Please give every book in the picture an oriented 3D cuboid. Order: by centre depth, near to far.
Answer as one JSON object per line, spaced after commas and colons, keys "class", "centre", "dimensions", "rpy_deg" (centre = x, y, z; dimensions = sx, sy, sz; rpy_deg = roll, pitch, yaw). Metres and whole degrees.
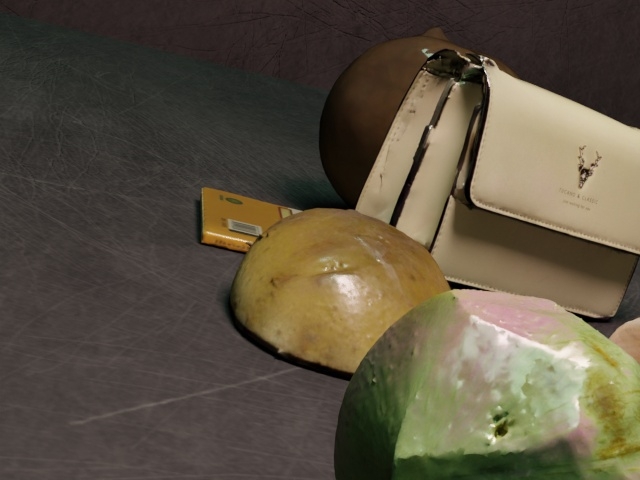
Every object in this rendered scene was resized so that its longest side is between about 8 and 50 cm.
{"class": "book", "centre": [0.000, 0.000, 1.642], "dimensions": [0.295, 0.020, 0.208], "rpy_deg": [13, 14, -8]}

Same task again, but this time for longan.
{"class": "longan", "centre": [0.141, -0.138, 1.807], "dimensions": [0.297, 0.297, 0.297], "rpy_deg": [14, 14, -4]}

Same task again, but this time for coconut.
{"class": "coconut", "centre": [0.115, 0.136, 0.844], "dimensions": [0.205, 0.236, 0.236], "rpy_deg": [-18, -10, 38]}

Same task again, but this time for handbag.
{"class": "handbag", "centre": [0.237, -0.058, 1.577], "dimensions": [0.358, 0.236, 0.160], "rpy_deg": [15, 8, -42]}

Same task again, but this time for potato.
{"class": "potato", "centre": [0.038, 0.041, 1.344], "dimensions": [0.239, 0.116, 0.299], "rpy_deg": [20, 15, 0]}

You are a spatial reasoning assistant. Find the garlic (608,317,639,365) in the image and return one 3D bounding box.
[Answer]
{"class": "garlic", "centre": [0.326, 0.149, 1.217], "dimensions": [0.174, 0.099, 0.124], "rpy_deg": [40, 40, -11]}
